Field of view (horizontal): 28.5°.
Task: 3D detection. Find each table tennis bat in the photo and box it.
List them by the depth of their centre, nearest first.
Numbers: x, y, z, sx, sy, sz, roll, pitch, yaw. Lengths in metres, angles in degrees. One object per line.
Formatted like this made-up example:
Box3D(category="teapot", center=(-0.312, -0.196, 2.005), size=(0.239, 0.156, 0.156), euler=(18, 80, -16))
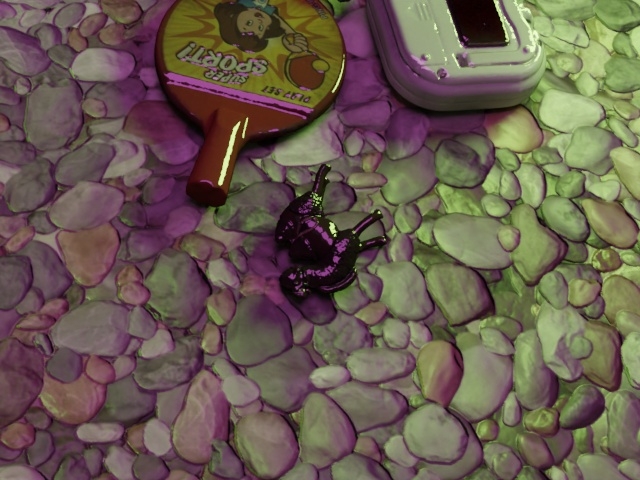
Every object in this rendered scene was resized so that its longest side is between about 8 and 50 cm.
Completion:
Box3D(category="table tennis bat", center=(-0.108, -0.218, 1.730), size=(0.268, 0.051, 0.414), euler=(15, 54, -1))

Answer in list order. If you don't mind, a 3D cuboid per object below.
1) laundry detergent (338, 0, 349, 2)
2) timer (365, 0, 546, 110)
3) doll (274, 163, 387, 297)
Box3D(category="laundry detergent", center=(-0.040, -0.458, 1.857), size=(0.215, 0.105, 0.280), euler=(-15, 63, -27))
Box3D(category="timer", center=(0.195, -0.308, 1.815), size=(0.237, 0.087, 0.262), euler=(-6, 60, -14))
Box3D(category="doll", center=(0.000, 0.000, 1.606), size=(0.139, 0.057, 0.165), euler=(42, 65, 13))
